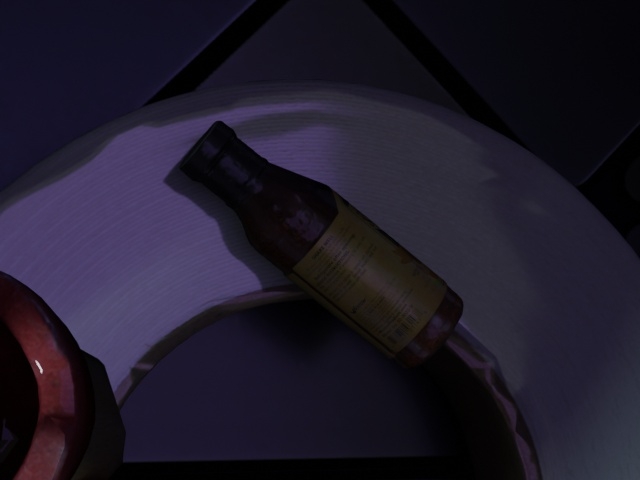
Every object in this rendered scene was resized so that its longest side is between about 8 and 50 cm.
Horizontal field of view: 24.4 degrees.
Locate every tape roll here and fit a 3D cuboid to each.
[{"bbox_3d":[-0.009,0.124,0.653,0.392,0.072,0.392,1,85,-15],"label":"tape roll"}]

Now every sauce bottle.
[{"bbox_3d":[0.000,0.000,0.605,0.128,0.042,0.042,40,77,-11],"label":"sauce bottle"}]

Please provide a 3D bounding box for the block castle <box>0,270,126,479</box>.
[{"bbox_3d":[-0.250,0.207,0.431,0.453,0.213,0.303,-16,80,2],"label":"block castle"}]
